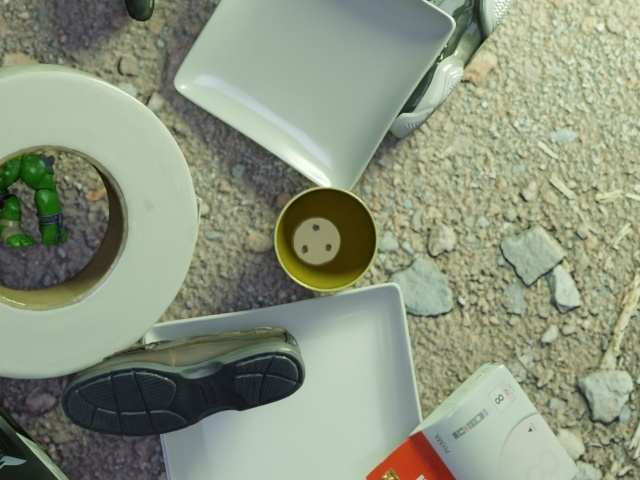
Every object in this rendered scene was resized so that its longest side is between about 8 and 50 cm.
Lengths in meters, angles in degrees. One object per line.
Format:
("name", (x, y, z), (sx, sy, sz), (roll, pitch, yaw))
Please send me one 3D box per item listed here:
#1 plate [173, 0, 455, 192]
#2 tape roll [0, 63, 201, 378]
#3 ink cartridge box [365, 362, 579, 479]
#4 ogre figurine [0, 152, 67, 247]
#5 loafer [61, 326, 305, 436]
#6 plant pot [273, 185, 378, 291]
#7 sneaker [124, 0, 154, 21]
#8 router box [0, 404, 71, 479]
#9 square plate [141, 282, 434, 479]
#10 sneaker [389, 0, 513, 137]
("plate", (-0.009, -0.241, 1.810), (0.277, 0.045, 0.278), (33, 106, 3))
("tape roll", (-0.341, -0.022, 1.716), (0.392, 0.072, 0.392), (-7, 108, -23))
("ink cartridge box", (0.202, 0.304, 1.836), (0.232, 0.066, 0.189), (-41, 103, -24))
("ogre figurine", (-0.416, -0.063, 1.769), (0.197, 0.097, 0.118), (14, 104, 10))
("loafer", (-0.171, 0.170, 1.763), (0.303, 0.095, 0.109), (-9, 118, -2))
("plant pot", (0.000, 0.000, 1.825), (0.134, 0.095, 0.134), (0, 88, -9))
("sneaker", (-0.286, -0.386, 1.807), (0.132, 0.086, 0.228), (-7, 81, -4))
("router box", (-0.475, 0.287, 1.690), (0.243, 0.081, 0.309), (-45, 68, -7))
("square plate", (-0.037, 0.251, 1.836), (0.347, 0.049, 0.344), (-10, 89, -9))
("sneaker", (0.135, -0.273, 1.858), (0.153, 0.101, 0.268), (35, 83, 0))
